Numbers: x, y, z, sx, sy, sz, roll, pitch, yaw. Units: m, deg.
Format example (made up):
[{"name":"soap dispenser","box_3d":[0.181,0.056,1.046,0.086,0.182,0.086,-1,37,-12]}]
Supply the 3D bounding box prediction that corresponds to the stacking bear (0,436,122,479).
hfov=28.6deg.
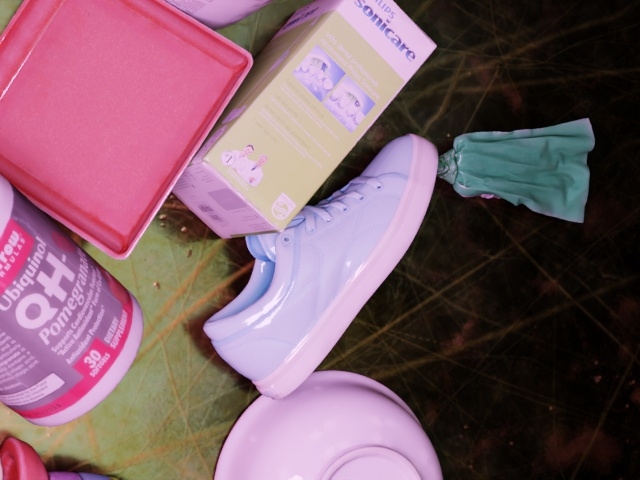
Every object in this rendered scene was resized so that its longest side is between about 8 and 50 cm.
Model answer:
[{"name":"stacking bear","box_3d":[-0.215,0.339,1.362,0.289,0.164,0.175,20,81,-25]}]

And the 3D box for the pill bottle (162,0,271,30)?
[{"name":"pill bottle","box_3d":[-0.114,-0.315,1.352,0.160,0.283,0.160,1,88,-22]}]

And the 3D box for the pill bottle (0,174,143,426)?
[{"name":"pill bottle","box_3d":[-0.338,0.035,1.253,0.176,0.176,0.318,-54,129,-15]}]

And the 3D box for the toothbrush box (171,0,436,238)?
[{"name":"toothbrush box","box_3d":[-0.034,-0.146,1.421,0.122,0.206,0.283,43,73,-16]}]

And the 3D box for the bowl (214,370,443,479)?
[{"name":"bowl","box_3d":[0.033,0.304,1.471,0.298,0.134,0.298,1,87,-23]}]

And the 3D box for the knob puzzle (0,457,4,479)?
[{"name":"knob puzzle","box_3d":[-0.413,0.261,1.308,0.213,0.030,0.213,-1,65,2]}]

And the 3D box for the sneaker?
[{"name":"sneaker","box_3d":[0.000,0.000,1.468,0.150,0.135,0.366,39,74,-20]}]

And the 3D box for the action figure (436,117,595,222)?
[{"name":"action figure","box_3d":[0.239,-0.094,1.607,0.232,0.063,0.137,1,89,-26]}]

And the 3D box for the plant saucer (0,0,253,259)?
[{"name":"plant saucer","box_3d":[-0.238,-0.148,1.354,0.259,0.048,0.258,32,89,13]}]
